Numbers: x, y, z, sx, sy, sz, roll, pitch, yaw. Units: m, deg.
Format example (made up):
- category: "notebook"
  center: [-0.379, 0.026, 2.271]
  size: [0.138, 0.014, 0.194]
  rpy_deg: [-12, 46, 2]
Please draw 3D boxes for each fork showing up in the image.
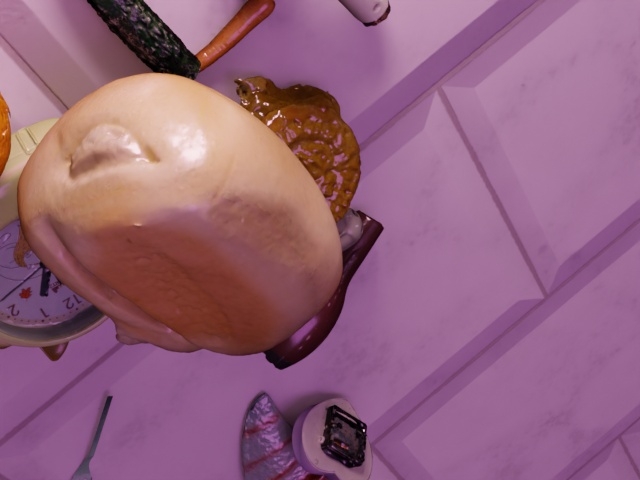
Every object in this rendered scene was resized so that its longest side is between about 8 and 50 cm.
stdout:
- category: "fork"
  center: [-0.399, 0.363, 1.727]
  size: [0.039, 0.021, 0.235]
  rpy_deg: [3, 117, -38]

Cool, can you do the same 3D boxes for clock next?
- category: "clock"
  center: [-0.404, 0.020, 1.423]
  size: [0.286, 0.117, 0.348]
  rpy_deg: [-30, 133, -12]
- category: "clock"
  center: [0.038, 0.386, 1.920]
  size: [0.064, 0.172, 0.198]
  rpy_deg: [-23, 132, 40]

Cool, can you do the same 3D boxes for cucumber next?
- category: "cucumber"
  center: [-0.269, -0.314, 1.316]
  size: [0.067, 0.067, 0.293]
  rpy_deg: [-43, 132, 0]

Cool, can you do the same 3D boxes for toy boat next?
- category: "toy boat"
  center: [-0.080, 0.416, 1.932]
  size: [0.206, 0.096, 0.282]
  rpy_deg: [-31, 124, 2]

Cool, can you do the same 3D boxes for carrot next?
- category: "carrot"
  center: [-0.140, -0.290, 1.431]
  size: [0.190, 0.037, 0.037]
  rpy_deg: [-43, 133, 3]

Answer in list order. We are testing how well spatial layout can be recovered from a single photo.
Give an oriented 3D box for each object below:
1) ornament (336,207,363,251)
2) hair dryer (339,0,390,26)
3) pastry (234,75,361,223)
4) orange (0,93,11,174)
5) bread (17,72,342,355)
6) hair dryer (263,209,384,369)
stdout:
- category: "ornament"
  center: [0.000, 0.000, 1.623]
  size: [0.156, 0.081, 0.074]
  rpy_deg: [-28, 102, -16]
- category: "hair dryer"
  center: [0.014, -0.390, 1.384]
  size: [0.128, 0.203, 0.362]
  rpy_deg: [-51, 151, 7]
- category: "pastry"
  center: [-0.044, -0.121, 1.535]
  size: [0.240, 0.132, 0.235]
  rpy_deg: [3, 117, -40]
- category: "orange"
  center: [-0.491, -0.135, 1.200]
  size: [0.219, 0.219, 0.193]
  rpy_deg: [-4, 157, -30]
- category: "bread"
  center: [-0.174, -0.033, 1.275]
  size: [0.348, 0.252, 0.376]
  rpy_deg: [-13, 143, 32]
- category: "hair dryer"
  center: [-0.083, 0.032, 1.666]
  size: [0.340, 0.123, 0.312]
  rpy_deg: [33, 89, -31]
